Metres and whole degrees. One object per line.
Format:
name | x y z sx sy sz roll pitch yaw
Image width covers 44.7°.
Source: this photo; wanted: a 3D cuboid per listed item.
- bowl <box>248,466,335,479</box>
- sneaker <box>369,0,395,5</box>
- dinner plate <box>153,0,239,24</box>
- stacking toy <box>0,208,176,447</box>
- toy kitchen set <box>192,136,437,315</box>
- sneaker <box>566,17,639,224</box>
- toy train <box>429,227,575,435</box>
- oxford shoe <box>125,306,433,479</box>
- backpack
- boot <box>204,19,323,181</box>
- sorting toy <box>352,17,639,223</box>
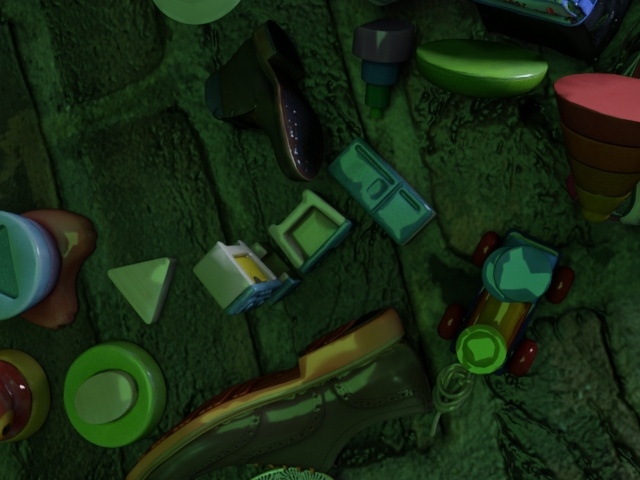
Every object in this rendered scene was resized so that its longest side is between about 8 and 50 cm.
bowl | -0.033 0.346 0.860 0.170 0.170 0.080 -5 133 15
sneaker | 0.038 -0.310 0.793 0.297 0.111 0.129 15 89 41
dinner plate | -0.149 -0.331 0.932 0.141 0.017 0.141 1 92 16
stacking toy | -0.330 0.119 0.925 0.279 0.130 0.309 9 93 15
toy kitchen set | 0.000 0.000 0.817 0.207 0.166 0.122 -46 80 11
sneaker | 0.326 -0.164 0.758 0.112 0.121 0.299 16 90 34
toy train | 0.163 0.110 0.787 0.105 0.143 0.248 27 97 14
oxford shoe | -0.050 0.213 0.857 0.363 0.130 0.133 -30 89 13
backpack | 0.243 -0.284 0.764 0.158 0.117 0.173 33 92 36
boot | -0.065 -0.134 0.860 0.106 0.082 0.219 -29 53 24
sorting toy | 0.170 -0.119 0.768 0.365 0.127 0.126 28 128 37
